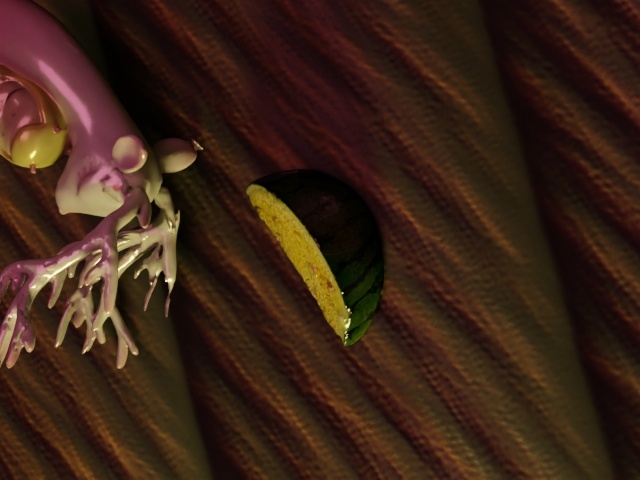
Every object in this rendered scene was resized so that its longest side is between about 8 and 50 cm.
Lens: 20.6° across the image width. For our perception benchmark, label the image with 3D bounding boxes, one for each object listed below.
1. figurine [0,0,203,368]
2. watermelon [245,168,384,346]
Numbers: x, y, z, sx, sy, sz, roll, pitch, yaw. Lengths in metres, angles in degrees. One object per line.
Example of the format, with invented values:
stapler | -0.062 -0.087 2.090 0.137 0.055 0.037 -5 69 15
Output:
figurine | -0.251 -0.044 1.696 0.316 0.206 0.284 39 102 29
watermelon | 0.009 -0.006 1.630 0.181 0.075 0.092 55 157 18
